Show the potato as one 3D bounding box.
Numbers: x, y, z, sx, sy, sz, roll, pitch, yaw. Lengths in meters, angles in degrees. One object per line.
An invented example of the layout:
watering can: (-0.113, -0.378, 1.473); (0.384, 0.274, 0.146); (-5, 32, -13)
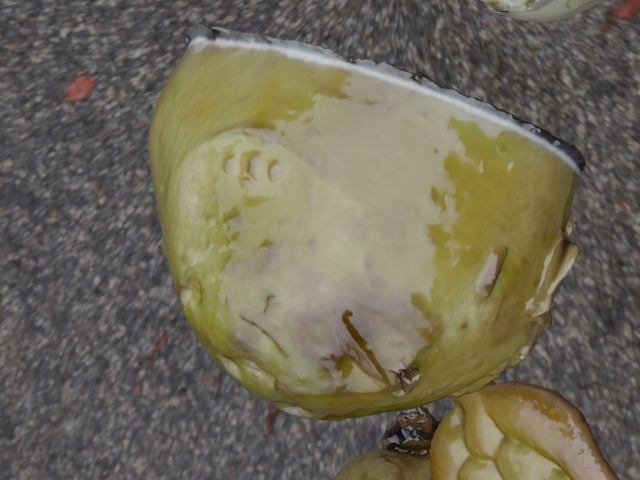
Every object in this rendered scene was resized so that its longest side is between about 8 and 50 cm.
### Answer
potato: (0.000, 0.000, 0.772); (0.246, 0.300, 0.196); (24, 88, -20)

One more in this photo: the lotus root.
lotus root: (0.070, 0.272, 1.106); (0.154, 0.257, 0.140); (2, 139, 18)

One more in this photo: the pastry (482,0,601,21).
pastry: (0.210, -0.340, 1.233); (0.265, 0.133, 0.264); (3, 79, -13)

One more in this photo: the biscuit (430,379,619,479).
biscuit: (0.165, 0.225, 0.958); (0.203, 0.041, 0.260); (-39, 69, 49)
